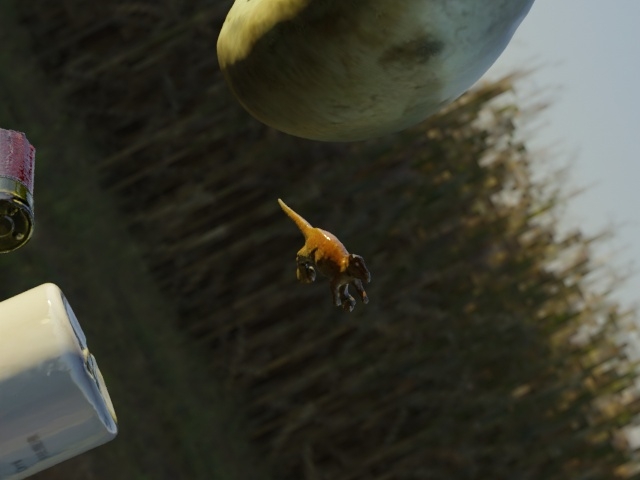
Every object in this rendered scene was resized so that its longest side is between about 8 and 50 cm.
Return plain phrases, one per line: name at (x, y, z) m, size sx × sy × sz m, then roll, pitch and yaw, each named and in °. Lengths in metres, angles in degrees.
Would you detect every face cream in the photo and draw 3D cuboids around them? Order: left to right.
face cream at (-0.261, 0.122, 0.889) m, size 0.092 × 0.311 × 0.092 m, roll 156°, pitch -90°, yaw -84°

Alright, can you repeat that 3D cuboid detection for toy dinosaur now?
toy dinosaur at (0.000, 0.000, 1.636) m, size 0.162 × 0.039 × 0.126 m, roll 61°, pitch -19°, yaw 20°

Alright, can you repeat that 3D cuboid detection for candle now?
candle at (-0.238, -0.046, 1.297) m, size 0.130 × 0.052 × 0.052 m, roll -104°, pitch 168°, yaw -54°

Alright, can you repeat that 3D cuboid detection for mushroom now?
mushroom at (0.046, -0.244, 1.465) m, size 0.260 × 0.352 × 0.352 m, roll 29°, pitch 15°, yaw -19°
